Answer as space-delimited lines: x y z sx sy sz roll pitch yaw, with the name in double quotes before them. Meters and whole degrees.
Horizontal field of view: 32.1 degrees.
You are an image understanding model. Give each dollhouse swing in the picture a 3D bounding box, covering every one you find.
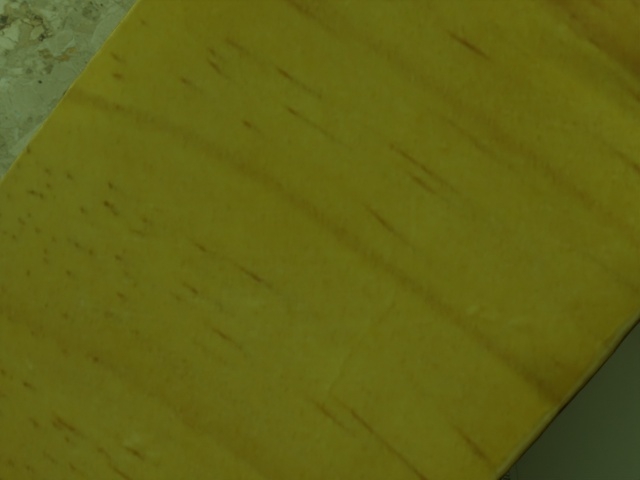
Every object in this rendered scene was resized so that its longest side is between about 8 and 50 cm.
"dollhouse swing" 0.000 0.000 0.592 0.347 0.315 0.305 -51 -18 9

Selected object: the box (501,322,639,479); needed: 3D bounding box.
"box" 0.178 0.085 0.577 0.215 0.168 0.345 -9 1 -38
